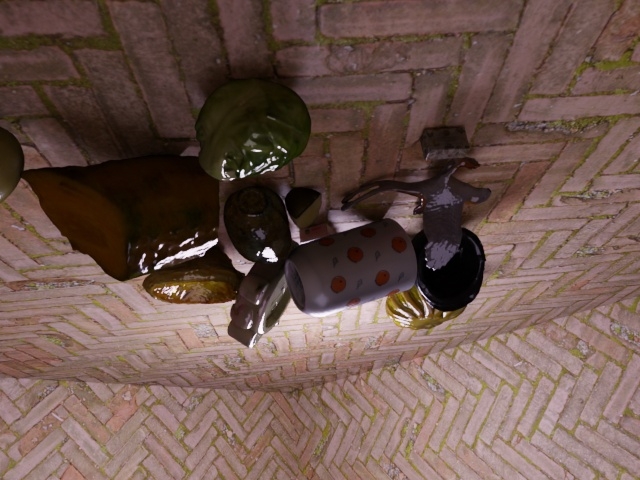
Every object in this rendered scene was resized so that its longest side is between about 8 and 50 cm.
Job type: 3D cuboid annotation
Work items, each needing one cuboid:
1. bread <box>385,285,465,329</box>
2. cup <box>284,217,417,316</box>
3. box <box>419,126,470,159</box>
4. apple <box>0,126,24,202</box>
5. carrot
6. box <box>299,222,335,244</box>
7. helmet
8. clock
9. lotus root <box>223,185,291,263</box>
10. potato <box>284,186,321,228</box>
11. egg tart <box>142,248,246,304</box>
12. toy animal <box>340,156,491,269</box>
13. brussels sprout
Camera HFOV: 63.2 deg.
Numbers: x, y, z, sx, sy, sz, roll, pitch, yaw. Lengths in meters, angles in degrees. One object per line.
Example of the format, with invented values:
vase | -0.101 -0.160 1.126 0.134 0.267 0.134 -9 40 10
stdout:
bread | 0.411 0.259 2.052 0.332 0.160 0.333 -5 153 -2
cup | 0.074 0.078 1.421 0.317 0.213 0.212 -15 159 -22
box | 0.270 -0.210 1.131 0.098 0.062 0.045 -6 156 -5
apple | -0.634 -0.134 0.919 0.199 0.200 0.200 -6 155 -3
carrot | -0.375 -0.048 1.035 0.340 0.242 0.241 -17 166 -41
box | 0.000 0.000 1.527 0.089 0.043 0.125 -14 154 15
helmet | 0.364 0.066 1.575 0.230 0.160 0.279 -28 119 -9
clock | -0.160 0.148 1.552 0.114 0.284 0.310 29 143 13
lotus root | -0.154 -0.030 1.297 0.159 0.152 0.275 -2 154 3
potato | -0.049 -0.079 1.311 0.096 0.066 0.103 -41 158 -22
egg tart | -0.365 0.104 1.556 0.318 0.128 0.319 -4 157 -2
toy animal | 0.250 -0.126 1.291 0.284 0.225 0.302 26 130 -17
brussels sprout | -0.121 -0.201 0.949 0.223 0.161 0.223 -16 177 -1
